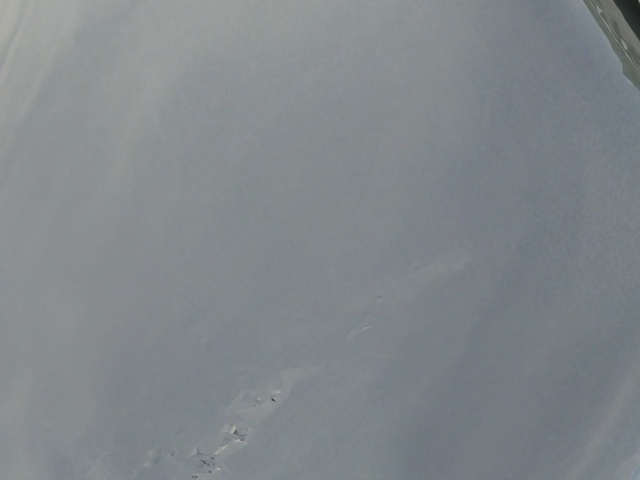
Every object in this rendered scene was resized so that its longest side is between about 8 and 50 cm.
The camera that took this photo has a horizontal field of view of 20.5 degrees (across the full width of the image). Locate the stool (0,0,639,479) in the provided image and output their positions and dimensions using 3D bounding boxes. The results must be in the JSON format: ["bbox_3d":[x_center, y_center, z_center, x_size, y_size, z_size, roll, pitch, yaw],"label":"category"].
[{"bbox_3d":[0.000,0.000,0.476,0.232,0.141,0.232,3,101,14],"label":"stool"}]
